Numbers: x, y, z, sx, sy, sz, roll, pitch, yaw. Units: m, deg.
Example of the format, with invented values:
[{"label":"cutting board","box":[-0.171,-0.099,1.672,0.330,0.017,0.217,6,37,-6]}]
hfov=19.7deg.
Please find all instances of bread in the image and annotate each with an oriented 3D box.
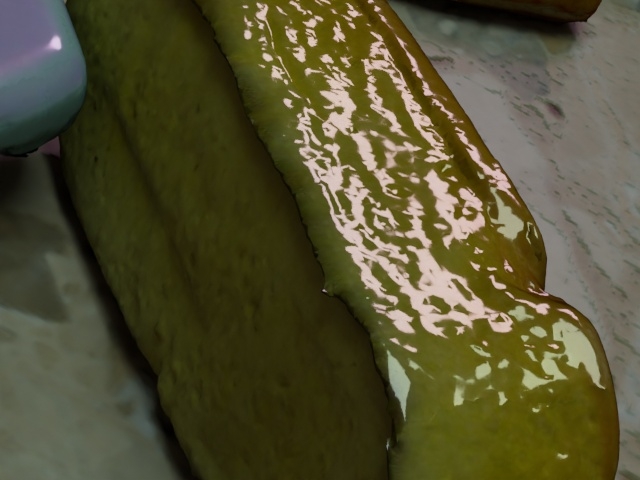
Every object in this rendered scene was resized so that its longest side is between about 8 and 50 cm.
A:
[{"label":"bread","box":[0.000,0.000,0.519,0.094,0.102,0.245,0,41,-30]}]

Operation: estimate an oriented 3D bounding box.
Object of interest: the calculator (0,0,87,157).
[{"label":"calculator","box":[-0.159,-0.099,0.575,0.141,0.045,0.246,-1,42,-22]}]

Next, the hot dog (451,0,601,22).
[{"label":"hot dog","box":[0.057,-0.126,0.774,0.144,0.038,0.062,9,39,-24]}]
